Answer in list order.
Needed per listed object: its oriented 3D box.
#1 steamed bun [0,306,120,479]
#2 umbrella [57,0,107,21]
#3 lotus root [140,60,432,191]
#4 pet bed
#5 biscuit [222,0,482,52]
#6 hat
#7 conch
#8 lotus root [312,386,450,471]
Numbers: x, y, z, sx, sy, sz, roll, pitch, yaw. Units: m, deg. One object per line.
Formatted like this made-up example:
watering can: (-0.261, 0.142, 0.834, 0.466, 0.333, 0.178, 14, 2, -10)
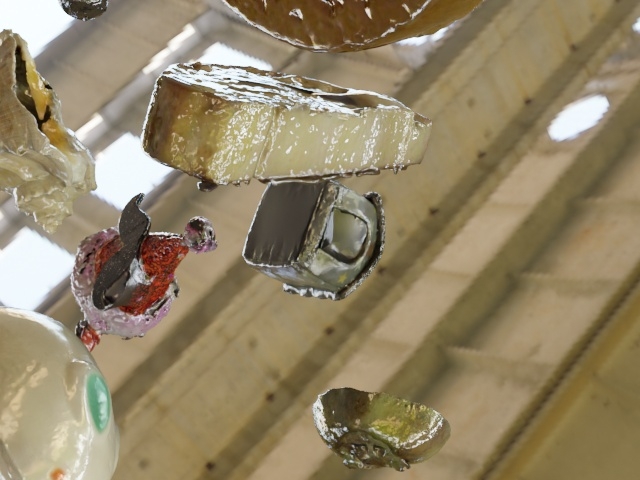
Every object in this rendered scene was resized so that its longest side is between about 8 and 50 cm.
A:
steamed bun: (-0.267, 0.159, 1.171, 0.131, 0.177, 0.228, -27, -127, -19)
umbrella: (-0.286, -0.424, 1.563, 0.106, 0.113, 0.357, -43, -142, 53)
lotus root: (-0.044, -0.102, 1.041, 0.170, 0.074, 0.261, 24, -159, 34)
pet bed: (0.000, 0.000, 1.965, 0.211, 0.159, 0.183, 1, -111, 58)
biscuit: (-0.033, -0.301, 0.716, 0.070, 0.394, 0.350, -31, -160, -36)
hat: (-0.187, 0.030, 1.328, 0.227, 0.129, 0.140, -28, -163, 50)
conch: (-0.476, -0.166, 1.928, 0.186, 0.324, 0.263, -30, 179, -16)
lotus root: (0.084, 0.290, 1.792, 0.183, 0.204, 0.078, 118, -10, -59)
